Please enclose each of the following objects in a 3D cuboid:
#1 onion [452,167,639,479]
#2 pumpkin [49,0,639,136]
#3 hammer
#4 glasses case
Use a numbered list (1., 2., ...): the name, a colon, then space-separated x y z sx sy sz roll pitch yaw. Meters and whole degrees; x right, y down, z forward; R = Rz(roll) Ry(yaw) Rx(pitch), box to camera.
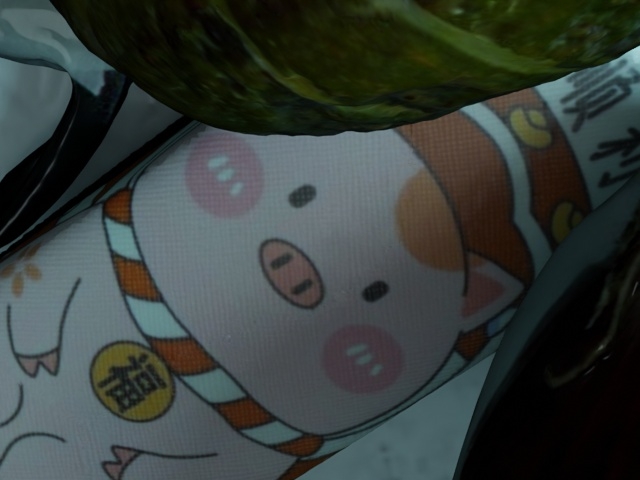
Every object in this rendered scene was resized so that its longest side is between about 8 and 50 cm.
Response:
1. onion: 0.166 0.091 0.439 0.273 0.273 0.285 -27 97 15
2. pumpkin: 0.026 -0.132 0.416 0.219 0.162 0.219 -2 86 45
3. hammer: -0.258 -0.072 0.541 0.426 0.044 0.152 0 113 7
4. glasses case: 0.000 0.000 0.529 0.266 0.067 0.103 -35 105 18
